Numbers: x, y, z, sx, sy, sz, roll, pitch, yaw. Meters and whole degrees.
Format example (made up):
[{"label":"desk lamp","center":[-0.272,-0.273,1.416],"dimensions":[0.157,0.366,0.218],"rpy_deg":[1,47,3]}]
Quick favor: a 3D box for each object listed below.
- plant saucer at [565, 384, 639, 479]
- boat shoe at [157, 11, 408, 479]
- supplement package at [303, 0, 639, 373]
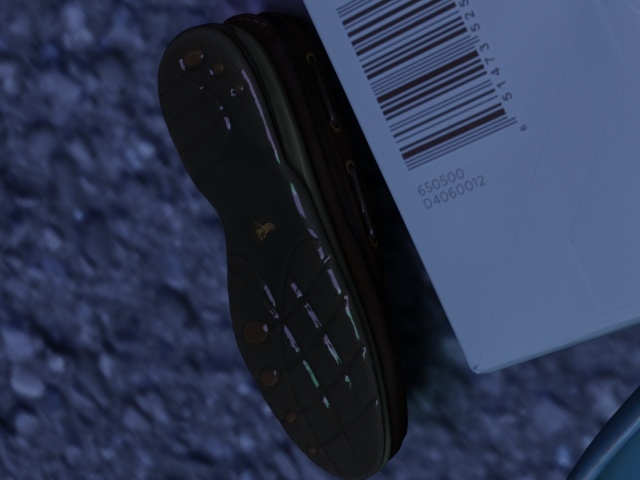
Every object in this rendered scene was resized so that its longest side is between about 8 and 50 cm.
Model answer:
[{"label":"plant saucer","center":[0.199,0.086,0.520],"dimensions":[0.318,0.043,0.317],"rpy_deg":[-4,130,-5]},{"label":"boat shoe","center":[0.000,0.000,0.708],"dimensions":[0.064,0.060,0.178],"rpy_deg":[-10,102,45]},{"label":"supplement package","center":[0.120,-0.082,0.467],"dimensions":[0.134,0.244,0.139],"rpy_deg":[-23,91,38]}]
